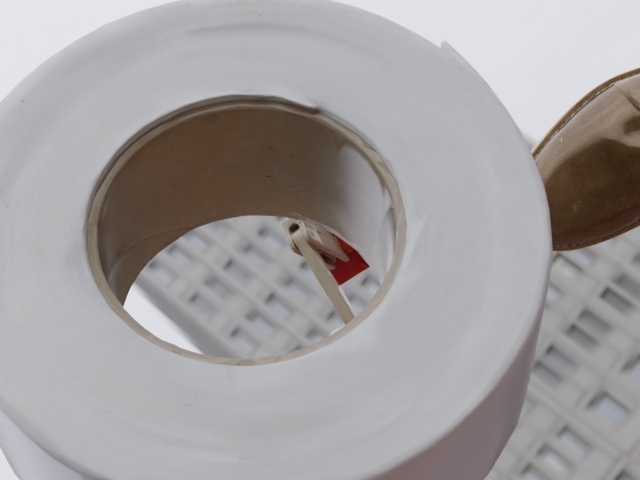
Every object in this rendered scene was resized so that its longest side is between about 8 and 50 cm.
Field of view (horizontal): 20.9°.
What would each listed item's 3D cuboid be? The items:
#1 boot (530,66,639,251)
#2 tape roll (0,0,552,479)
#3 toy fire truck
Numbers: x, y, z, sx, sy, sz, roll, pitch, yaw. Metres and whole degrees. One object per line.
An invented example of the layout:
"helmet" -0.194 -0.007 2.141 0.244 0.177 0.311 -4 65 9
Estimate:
"boot" 0.281 -0.090 1.325 0.305 0.112 0.115 -31 5 2
"tape roll" -0.032 0.018 0.837 0.286 0.286 0.100 -39 -26 -22
"toy fire truck" 0.000 0.000 1.314 0.047 0.192 0.135 -33 10 16
